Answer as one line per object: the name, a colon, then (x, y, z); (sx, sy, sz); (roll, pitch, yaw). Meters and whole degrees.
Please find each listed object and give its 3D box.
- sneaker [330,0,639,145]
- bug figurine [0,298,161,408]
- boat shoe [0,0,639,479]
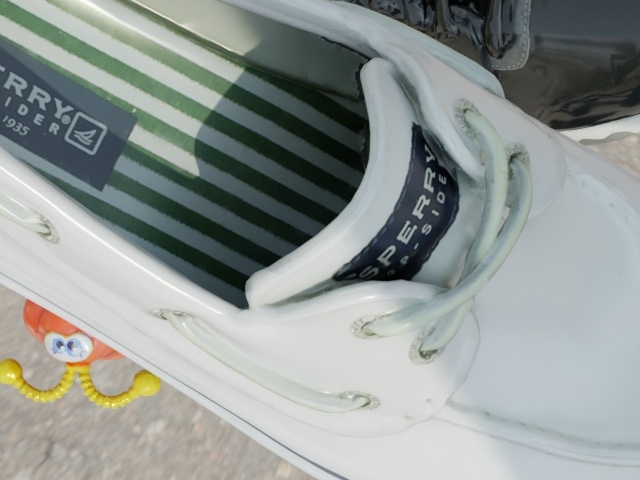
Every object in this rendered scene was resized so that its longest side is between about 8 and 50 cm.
sneaker: (0.022, -0.097, 0.703); (0.283, 0.124, 0.107); (12, 99, 47)
bug figurine: (0.019, 0.032, 0.748); (0.279, 0.216, 0.072); (4, 91, 16)
boat shoe: (0.000, 0.000, 0.341); (0.226, 0.076, 0.083); (19, 77, -16)
